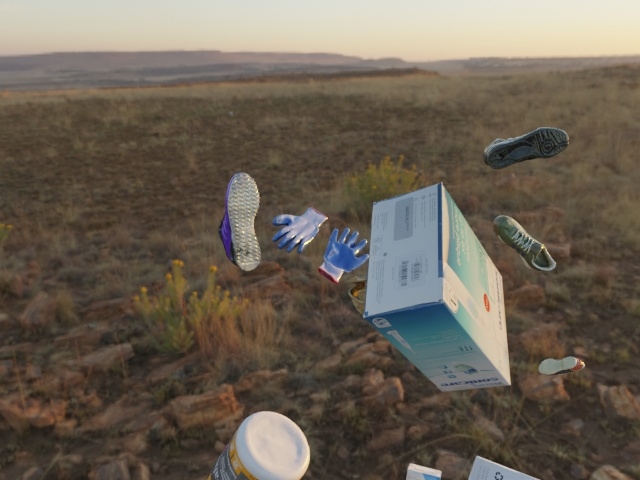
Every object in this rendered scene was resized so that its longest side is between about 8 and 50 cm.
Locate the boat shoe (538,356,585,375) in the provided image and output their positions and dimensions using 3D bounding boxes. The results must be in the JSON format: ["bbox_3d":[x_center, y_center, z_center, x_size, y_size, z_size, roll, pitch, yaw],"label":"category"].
[{"bbox_3d":[0.705,0.371,1.629,0.043,0.049,0.137,22,-31,-23],"label":"boat shoe"}]

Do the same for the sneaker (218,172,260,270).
[{"bbox_3d":[-0.263,-0.061,1.693,0.102,0.293,0.146,-8,14,-35],"label":"sneaker"}]

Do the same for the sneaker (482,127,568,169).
[{"bbox_3d":[0.559,-0.259,1.540,0.228,0.087,0.130,-18,14,5],"label":"sneaker"}]

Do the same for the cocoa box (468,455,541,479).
[{"bbox_3d":[0.397,0.706,1.216,0.231,0.228,0.347,16,59,23],"label":"cocoa box"}]

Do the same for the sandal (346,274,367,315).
[{"bbox_3d":[0.096,0.101,1.012,0.088,0.079,0.240,-6,-4,4],"label":"sandal"}]

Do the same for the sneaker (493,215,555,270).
[{"bbox_3d":[0.525,0.010,1.404,0.064,0.192,0.086,-48,20,-6],"label":"sneaker"}]

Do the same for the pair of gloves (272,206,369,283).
[{"bbox_3d":[0.000,0.000,1.114,0.198,0.023,0.159,34,41,8],"label":"pair of gloves"}]

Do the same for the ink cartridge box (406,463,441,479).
[{"bbox_3d":[0.312,0.804,1.730,0.104,0.180,0.060,8,-1,15],"label":"ink cartridge box"}]

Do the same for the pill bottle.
[{"bbox_3d":[-0.149,0.505,1.170,0.162,0.278,0.162,24,29,-14],"label":"pill bottle"}]

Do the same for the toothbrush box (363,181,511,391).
[{"bbox_3d":[0.198,0.089,0.902,0.126,0.295,0.216,-14,48,29],"label":"toothbrush box"}]
